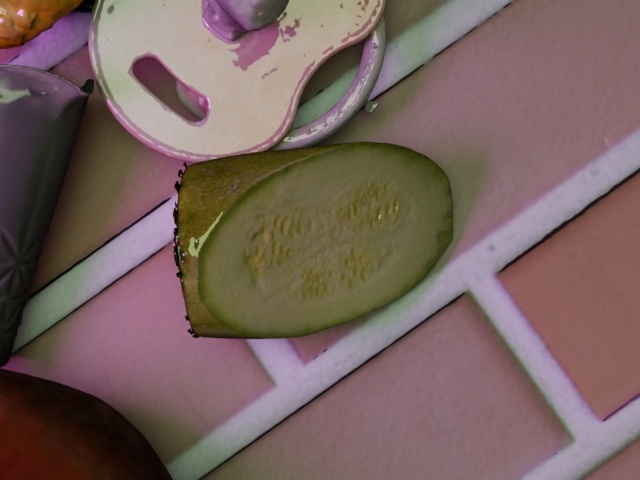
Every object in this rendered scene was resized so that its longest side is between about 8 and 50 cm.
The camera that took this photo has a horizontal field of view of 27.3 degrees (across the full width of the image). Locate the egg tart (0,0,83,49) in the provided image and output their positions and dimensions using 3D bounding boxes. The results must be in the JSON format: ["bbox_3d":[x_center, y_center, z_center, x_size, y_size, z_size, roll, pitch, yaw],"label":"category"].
[{"bbox_3d":[-0.288,-0.282,1.286,0.319,0.319,0.128,-41,112,-1],"label":"egg tart"}]

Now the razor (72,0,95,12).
[{"bbox_3d":[-0.287,-0.248,1.390,0.154,0.028,0.044,-2,85,3],"label":"razor"}]

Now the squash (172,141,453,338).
[{"bbox_3d":[0.000,0.000,1.276,0.260,0.189,0.189,-2,85,5],"label":"squash"}]

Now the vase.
[{"bbox_3d":[-0.344,-0.031,1.322,0.251,0.156,0.301,15,96,35],"label":"vase"}]

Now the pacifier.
[{"bbox_3d":[-0.078,-0.231,1.290,0.220,0.273,0.332,38,87,33],"label":"pacifier"}]

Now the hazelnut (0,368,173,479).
[{"bbox_3d":[-0.302,0.293,1.209,0.409,0.359,0.359,39,88,9],"label":"hazelnut"}]
